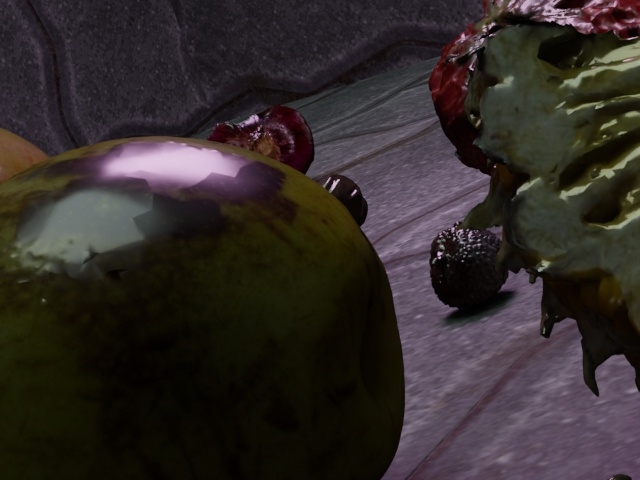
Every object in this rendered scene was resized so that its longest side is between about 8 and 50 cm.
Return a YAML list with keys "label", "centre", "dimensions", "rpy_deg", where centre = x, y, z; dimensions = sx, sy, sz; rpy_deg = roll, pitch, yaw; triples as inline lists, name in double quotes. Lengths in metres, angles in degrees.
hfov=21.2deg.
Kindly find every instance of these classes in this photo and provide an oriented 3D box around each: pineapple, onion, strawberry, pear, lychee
- label: "pineapple"
  centre: [0.248, 0.029, 0.889]
  dimensions: [0.344, 0.209, 0.286]
  rpy_deg: [7, -11, 17]
- label: "onion"
  centre: [-0.088, -0.118, 2.584]
  dimensions: [0.173, 0.135, 0.198]
  rpy_deg: [-23, -6, -1]
- label: "strawberry"
  centre: [0.267, -0.164, 1.779]
  dimensions: [0.274, 0.220, 0.274]
  rpy_deg: [-26, 42, 26]
- label: "pear"
  centre: [-0.090, 0.068, 0.969]
  dimensions: [0.284, 0.283, 0.283]
  rpy_deg: [-20, 9, 3]
- label: "lychee"
  centre: [0.119, 0.021, 1.396]
  dimensions: [0.083, 0.068, 0.067]
  rpy_deg: [-7, -45, -40]

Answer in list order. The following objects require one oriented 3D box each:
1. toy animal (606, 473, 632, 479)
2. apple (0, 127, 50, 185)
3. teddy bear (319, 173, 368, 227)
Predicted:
- label: "toy animal"
  centre: [0.038, 0.160, 0.688]
  dimensions: [0.170, 0.089, 0.255]
  rpy_deg: [-14, 13, 19]
- label: "apple"
  centre: [-0.418, 0.012, 1.918]
  dimensions: [0.319, 0.319, 0.277]
  rpy_deg: [-26, 13, -30]
- label: "teddy bear"
  centre: [0.006, 0.007, 1.695]
  dimensions: [0.119, 0.078, 0.160]
  rpy_deg: [-41, -16, -42]
